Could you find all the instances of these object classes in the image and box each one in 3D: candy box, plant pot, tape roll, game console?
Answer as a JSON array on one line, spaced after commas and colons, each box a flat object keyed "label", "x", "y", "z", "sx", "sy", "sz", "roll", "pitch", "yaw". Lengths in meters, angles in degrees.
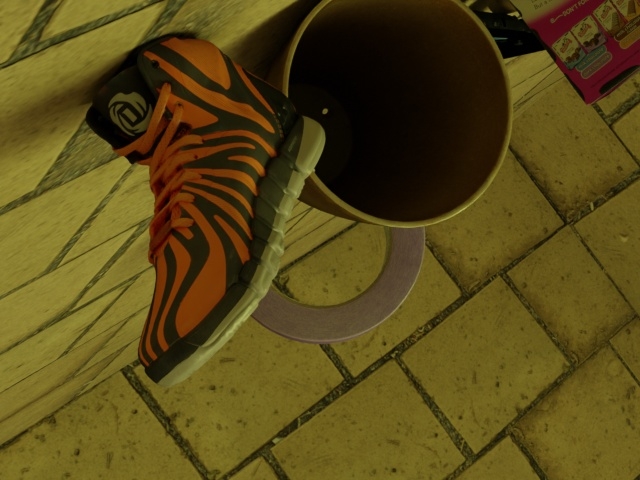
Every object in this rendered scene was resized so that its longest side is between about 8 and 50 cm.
[{"label": "candy box", "x": 0.247, "y": -0.266, "z": 1.314, "sx": 0.159, "sy": 0.233, "sz": 0.071, "roll": -39, "pitch": 175, "yaw": 37}, {"label": "plant pot", "x": 0.027, "y": -0.123, "z": 1.437, "sx": 0.237, "sy": 0.237, "sz": 0.254, "roll": -34, "pitch": -170, "yaw": -21}, {"label": "tape roll", "x": 0.000, "y": 0.000, "z": 1.904, "sx": 0.275, "sy": 0.274, "sz": 0.090, "roll": -36, "pitch": 175, "yaw": -3}, {"label": "game console", "x": 0.215, "y": -0.265, "z": 1.854, "sx": 0.213, "sy": 0.043, "sz": 0.361, "roll": -10, "pitch": 180, "yaw": 30}]

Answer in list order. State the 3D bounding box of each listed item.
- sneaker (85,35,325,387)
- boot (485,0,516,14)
[{"label": "sneaker", "x": -0.119, "y": -0.038, "z": 1.119, "sx": 0.125, "sy": 0.180, "sz": 0.321, "roll": -38, "pitch": -159, "yaw": 35}, {"label": "boot", "x": 0.343, "y": -0.371, "z": 1.812, "sx": 0.248, "sy": 0.090, "sz": 0.207, "roll": -28, "pitch": 175, "yaw": -34}]
